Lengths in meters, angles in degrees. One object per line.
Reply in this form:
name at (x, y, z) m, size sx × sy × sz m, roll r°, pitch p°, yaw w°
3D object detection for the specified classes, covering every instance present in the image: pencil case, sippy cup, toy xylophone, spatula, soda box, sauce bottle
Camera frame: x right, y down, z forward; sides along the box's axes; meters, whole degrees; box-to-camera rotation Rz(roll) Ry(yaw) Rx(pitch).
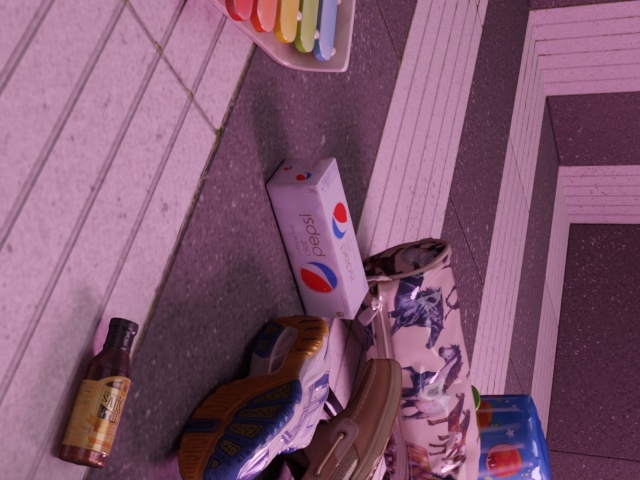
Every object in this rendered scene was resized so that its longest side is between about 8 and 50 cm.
pencil case at (0.143, 0.209, 1.262) m, size 0.184 × 0.160 × 0.410 m, roll -20°, pitch 107°, yaw -39°
sippy cup at (0.292, 0.379, 1.489) m, size 0.305 × 0.224 × 0.239 m, roll 23°, pitch 56°, yaw -69°
toy xylophone at (-0.054, -0.330, 0.930) m, size 0.323 × 0.081 × 0.236 m, roll 11°, pitch 81°, yaw -65°
spatula at (0.030, 0.273, 1.199) m, size 0.296 × 0.030 × 0.084 m, roll 67°, pitch 33°, yaw -44°
soda box at (0.000, 0.000, 1.072) m, size 0.069 × 0.074 × 0.216 m, roll -58°, pitch 141°, yaw -48°
sauce bottle at (-0.188, 0.130, 0.706) m, size 0.042 × 0.042 × 0.128 m, roll 48°, pitch 49°, yaw -57°

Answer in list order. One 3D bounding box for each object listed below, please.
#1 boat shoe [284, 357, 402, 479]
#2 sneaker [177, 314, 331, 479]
boat shoe at (0.011, 0.279, 1.041) m, size 0.341 × 0.110 × 0.121 m, roll -62°, pitch 177°, yaw -38°
sneaker at (-0.051, 0.207, 0.926) m, size 0.296 × 0.112 × 0.130 m, roll -47°, pitch 133°, yaw -55°
